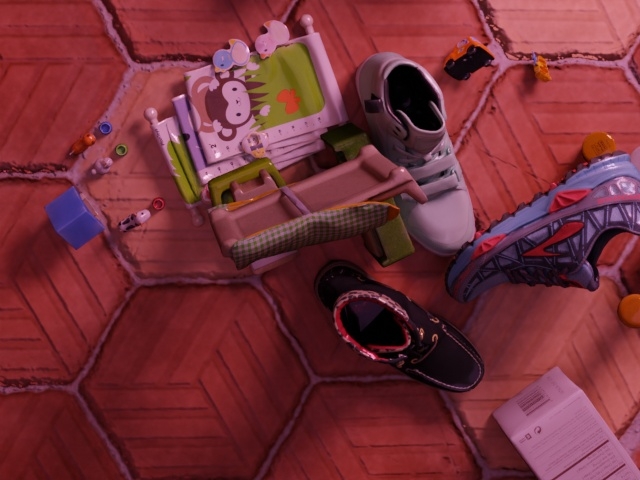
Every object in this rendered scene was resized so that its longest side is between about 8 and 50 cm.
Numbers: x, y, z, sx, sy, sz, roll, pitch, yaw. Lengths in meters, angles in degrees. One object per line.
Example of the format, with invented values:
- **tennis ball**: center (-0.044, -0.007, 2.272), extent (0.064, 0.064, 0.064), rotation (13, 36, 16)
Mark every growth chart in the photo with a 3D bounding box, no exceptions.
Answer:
- **growth chart**: center (-0.084, -0.145, 1.284), extent (0.237, 0.021, 0.172), rotation (-29, 101, -2)

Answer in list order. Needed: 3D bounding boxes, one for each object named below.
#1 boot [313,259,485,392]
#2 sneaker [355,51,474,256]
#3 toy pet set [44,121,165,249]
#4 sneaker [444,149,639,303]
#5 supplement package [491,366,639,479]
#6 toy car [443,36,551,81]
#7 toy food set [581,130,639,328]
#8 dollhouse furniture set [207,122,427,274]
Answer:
- **boot**: center (0.097, 0.117, 1.258), extent (0.236, 0.178, 0.085), rotation (35, 95, -8)
- **sneaker**: center (0.112, -0.087, 1.242), extent (0.094, 0.151, 0.256), rotation (-25, 101, -2)
- **toy pet set**: center (-0.256, -0.054, 1.262), extent (0.114, 0.065, 0.122), rotation (-35, 99, 2)
- **sneaker**: center (0.258, 0.014, 1.250), extent (0.262, 0.104, 0.125), rotation (-37, 75, 26)
- **supplement package**: center (0.307, 0.262, 1.334), extent (0.105, 0.105, 0.179), rotation (-36, 100, 2)
- **toy car**: center (0.204, -0.207, 1.298), extent (0.122, 0.060, 0.041), rotation (15, 53, -23)
- **toy food set**: center (0.376, -0.017, 1.318), extent (0.111, 0.104, 0.232), rotation (-17, 82, 12)
- **dollhouse furniture set**: center (0.000, 0.000, 1.158), extent (0.197, 0.301, 0.151), rotation (-23, 107, -4)
